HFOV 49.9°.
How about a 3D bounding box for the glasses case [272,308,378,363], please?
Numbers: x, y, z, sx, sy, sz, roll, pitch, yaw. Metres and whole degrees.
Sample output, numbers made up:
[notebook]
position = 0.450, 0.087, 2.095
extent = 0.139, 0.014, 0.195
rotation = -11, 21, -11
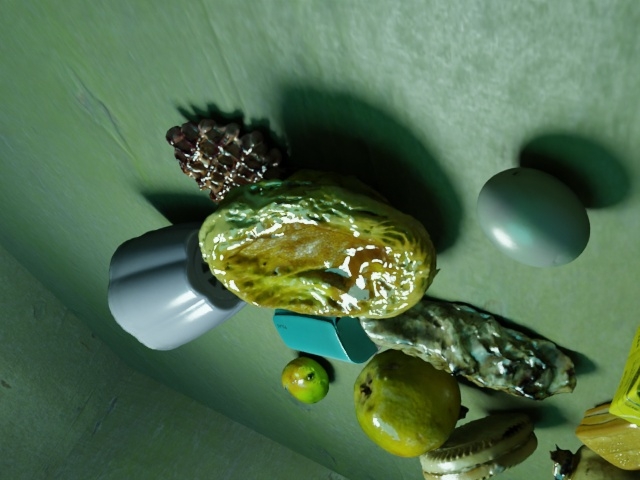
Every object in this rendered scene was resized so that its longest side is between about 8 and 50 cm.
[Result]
[glasses case]
position = -0.006, 0.189, 1.433
extent = 0.117, 0.070, 0.301
rotation = 56, 158, -12

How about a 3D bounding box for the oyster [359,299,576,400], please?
[oyster]
position = 0.235, 0.198, 1.202
extent = 0.396, 0.111, 0.204
rotation = 19, 156, 18

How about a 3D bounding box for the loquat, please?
[loquat]
position = 0.189, 0.320, 1.360
extent = 0.246, 0.214, 0.213
rotation = 19, 162, -25

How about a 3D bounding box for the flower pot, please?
[flower pot]
position = -0.269, 0.076, 1.404
extent = 0.265, 0.265, 0.243
rotation = 42, 142, -22

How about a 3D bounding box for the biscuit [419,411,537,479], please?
[biscuit]
position = 0.315, 0.414, 1.374
extent = 0.259, 0.259, 0.079
rotation = -33, 76, 63

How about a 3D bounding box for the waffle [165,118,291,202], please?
[waffle]
position = -0.138, -0.113, 1.112
extent = 0.234, 0.055, 0.221
rotation = 8, 147, 33

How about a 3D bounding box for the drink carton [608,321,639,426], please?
[drink carton]
position = 0.540, 0.205, 0.796
extent = 0.351, 0.155, 0.111
rotation = 25, 155, 14

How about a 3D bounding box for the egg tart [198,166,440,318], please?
[egg tart]
position = 0.000, 0.000, 1.013
extent = 0.351, 0.150, 0.352
rotation = 6, 148, 4

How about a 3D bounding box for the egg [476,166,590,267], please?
[egg]
position = 0.240, -0.025, 0.777
extent = 0.135, 0.103, 0.103
rotation = 33, 155, -5

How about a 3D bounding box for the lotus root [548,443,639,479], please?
[lotus root]
position = 0.545, 0.452, 1.253
extent = 0.256, 0.154, 0.140
rotation = 14, 144, 27

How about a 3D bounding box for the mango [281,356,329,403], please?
[mango]
position = -0.038, 0.375, 1.840
extent = 0.125, 0.111, 0.233
rotation = 40, 170, 14

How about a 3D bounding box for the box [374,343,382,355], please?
[box]
position = 0.108, 0.181, 1.373
extent = 0.063, 0.060, 0.085
rotation = 37, 157, 8

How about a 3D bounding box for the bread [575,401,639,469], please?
[bread]
position = 0.514, 0.319, 1.133
extent = 0.116, 0.077, 0.200
rotation = 30, 157, 1
